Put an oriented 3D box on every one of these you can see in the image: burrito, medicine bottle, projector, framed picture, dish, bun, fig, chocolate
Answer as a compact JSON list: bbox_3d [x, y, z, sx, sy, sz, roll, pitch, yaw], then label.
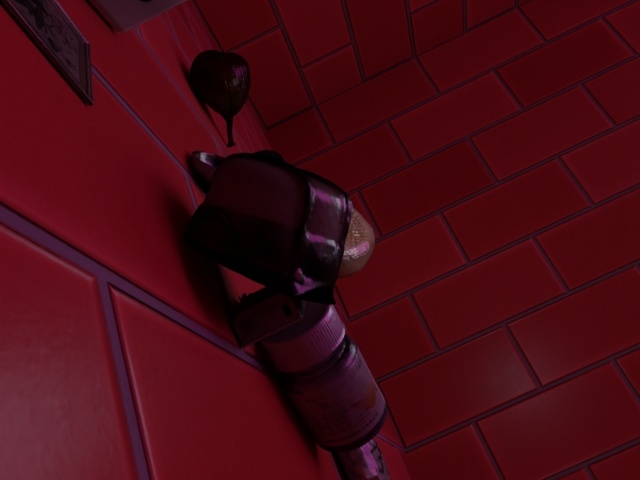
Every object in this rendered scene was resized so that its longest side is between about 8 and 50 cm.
[{"bbox_3d":[0.041,0.371,1.305,0.139,0.101,0.446,29,36,-65],"label":"burrito"},{"bbox_3d":[0.007,0.254,1.077,0.165,0.165,0.273,-108,172,-68],"label":"medicine bottle"},{"bbox_3d":[-0.090,0.117,0.980,0.061,0.115,0.147,62,3,-7],"label":"projector"},{"bbox_3d":[-0.361,-0.300,0.709,0.231,0.010,0.173,61,5,-51],"label":"framed picture"},{"bbox_3d":[-0.219,-0.129,1.207,0.141,0.078,0.141,22,15,-6],"label":"dish"},{"bbox_3d":[-0.004,0.003,1.945,0.364,0.364,0.202,-112,-147,-46],"label":"bun"},{"bbox_3d":[-0.282,-0.450,1.747,0.290,0.190,0.191,61,5,-43],"label":"fig"},{"bbox_3d":[-0.068,-0.036,0.929,0.283,0.186,0.283,27,6,-3],"label":"chocolate"}]

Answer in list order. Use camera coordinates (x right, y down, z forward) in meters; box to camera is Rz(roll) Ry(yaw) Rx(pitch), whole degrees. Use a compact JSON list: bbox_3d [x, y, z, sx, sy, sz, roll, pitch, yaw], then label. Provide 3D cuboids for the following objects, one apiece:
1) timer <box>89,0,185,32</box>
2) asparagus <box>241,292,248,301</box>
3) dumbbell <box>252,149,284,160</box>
[{"bbox_3d":[-0.351,-0.529,0.998,0.195,0.192,0.194,52,13,-74],"label":"timer"},{"bbox_3d":[-0.103,0.178,1.141,0.023,0.022,0.233,11,-32,34],"label":"asparagus"},{"bbox_3d":[-0.150,-0.145,1.680,0.152,0.152,0.218,60,6,-58],"label":"dumbbell"}]
